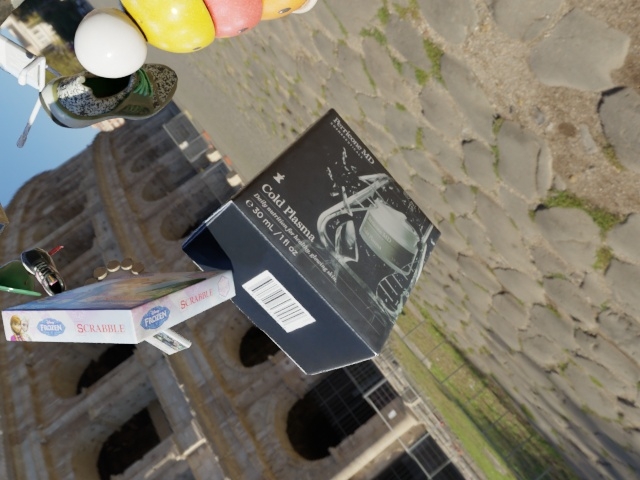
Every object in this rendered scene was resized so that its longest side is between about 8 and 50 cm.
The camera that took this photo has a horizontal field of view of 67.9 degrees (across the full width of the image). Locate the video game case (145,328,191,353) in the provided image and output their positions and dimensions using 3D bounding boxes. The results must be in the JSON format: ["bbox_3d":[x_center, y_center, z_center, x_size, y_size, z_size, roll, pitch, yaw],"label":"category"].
[{"bbox_3d":[-0.522,0.294,1.506,0.190,0.022,0.173,39,142,-20],"label":"video game case"}]

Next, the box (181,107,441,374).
[{"bbox_3d":[0.000,0.000,1.250,0.480,0.471,0.297,47,137,-11],"label":"box"}]

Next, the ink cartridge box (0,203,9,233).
[{"bbox_3d":[-0.958,-0.056,1.276,0.234,0.193,0.088,47,-171,31],"label":"ink cartridge box"}]

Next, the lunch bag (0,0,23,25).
[{"bbox_3d":[-0.568,-0.371,0.634,0.169,0.235,0.287,48,-168,-10],"label":"lunch bag"}]

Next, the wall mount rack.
[{"bbox_3d":[-0.852,-0.419,1.242,0.350,0.130,0.304,30,144,-15],"label":"wall mount rack"}]

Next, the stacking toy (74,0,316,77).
[{"bbox_3d":[-0.263,-0.482,0.907,0.350,0.480,0.350,45,170,10],"label":"stacking toy"}]

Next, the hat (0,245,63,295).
[{"bbox_3d":[-0.932,0.068,1.475,0.173,0.183,0.208,15,165,-18],"label":"hat"}]

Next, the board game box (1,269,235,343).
[{"bbox_3d":[-0.397,0.128,0.986,0.318,0.319,0.065,-23,-72,-68],"label":"board game box"}]

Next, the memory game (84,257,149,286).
[{"bbox_3d":[-0.547,0.124,1.275,0.186,0.186,0.012,49,161,33],"label":"memory game"}]

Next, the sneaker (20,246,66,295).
[{"bbox_3d":[-0.798,0.098,1.394,0.077,0.072,0.178,17,140,47],"label":"sneaker"}]

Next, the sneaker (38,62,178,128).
[{"bbox_3d":[-0.519,-0.411,1.282,0.182,0.410,0.158,-12,109,38],"label":"sneaker"}]
